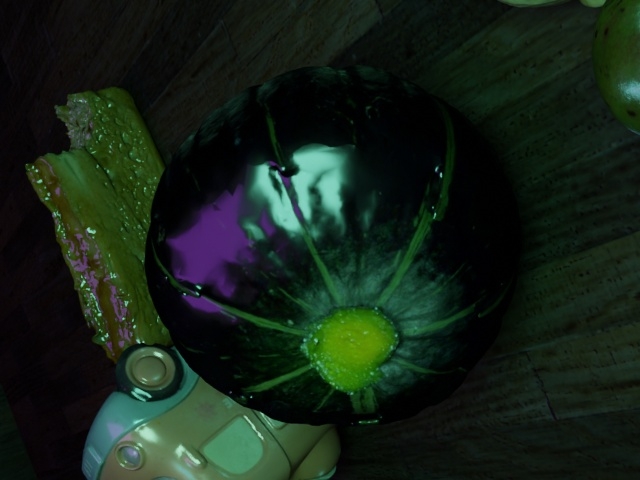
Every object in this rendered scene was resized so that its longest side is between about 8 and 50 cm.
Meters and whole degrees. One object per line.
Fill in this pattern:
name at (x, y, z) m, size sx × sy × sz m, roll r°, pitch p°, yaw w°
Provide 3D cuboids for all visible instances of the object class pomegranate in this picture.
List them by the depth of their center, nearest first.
pomegranate at (0.213, -0.095, 0.541) m, size 0.114 × 0.114 × 0.142 m, roll 45°, pitch 164°, yaw 35°

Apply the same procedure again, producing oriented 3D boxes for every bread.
bread at (-0.268, -0.022, 1.231) m, size 0.109 × 0.185 × 0.381 m, roll -39°, pitch 73°, yaw 50°

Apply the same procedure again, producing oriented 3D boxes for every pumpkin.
pumpkin at (0.006, -0.013, 0.758) m, size 0.295 × 0.295 × 0.296 m, roll 32°, pitch 132°, yaw 44°

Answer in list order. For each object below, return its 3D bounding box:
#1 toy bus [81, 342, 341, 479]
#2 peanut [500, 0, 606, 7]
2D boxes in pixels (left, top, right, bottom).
toy bus at (-0.103, 0.208, 1.029) m, size 0.232 × 0.287 × 0.194 m, roll 43°, pitch 139°, yaw 13°
peanut at (0.127, -0.207, 0.632) m, size 0.187 × 0.082 × 0.082 m, roll 45°, pitch 140°, yaw 34°
